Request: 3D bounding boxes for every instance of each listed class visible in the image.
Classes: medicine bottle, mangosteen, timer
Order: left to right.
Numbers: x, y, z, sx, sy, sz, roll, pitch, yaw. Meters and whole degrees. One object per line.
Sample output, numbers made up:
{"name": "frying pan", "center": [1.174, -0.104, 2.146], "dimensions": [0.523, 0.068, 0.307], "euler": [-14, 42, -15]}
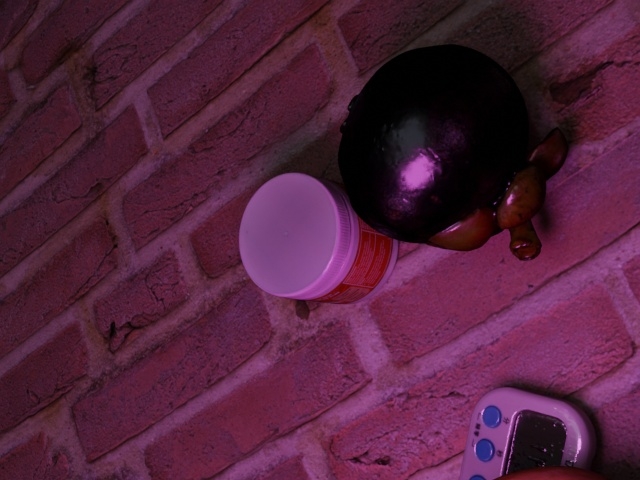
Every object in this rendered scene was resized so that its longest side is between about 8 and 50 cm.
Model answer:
{"name": "medicine bottle", "center": [0.000, 0.000, 2.081], "dimensions": [0.252, 0.240, 0.253], "euler": [-6, 79, 34]}
{"name": "mangosteen", "center": [0.247, -0.155, 1.870], "dimensions": [0.435, 0.382, 0.382], "euler": [28, 100, 18]}
{"name": "timer", "center": [0.379, 0.408, 1.854], "dimensions": [0.237, 0.087, 0.262], "euler": [11, 91, 36]}

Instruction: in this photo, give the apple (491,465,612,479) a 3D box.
{"name": "apple", "center": [0.358, 0.533, 1.595], "dimensions": [0.363, 0.364, 0.364], "euler": [-5, 81, 34]}
